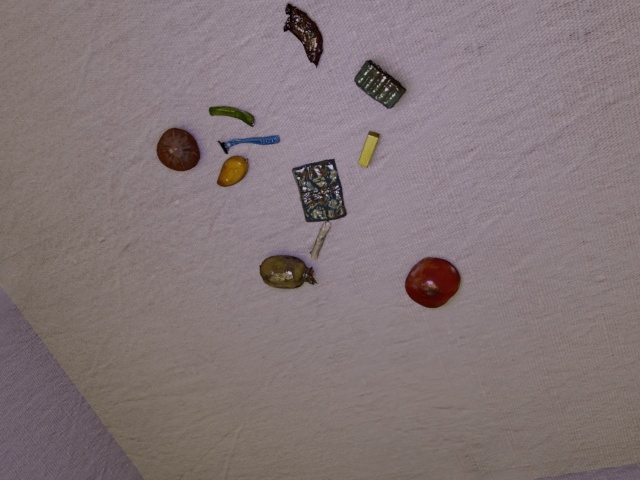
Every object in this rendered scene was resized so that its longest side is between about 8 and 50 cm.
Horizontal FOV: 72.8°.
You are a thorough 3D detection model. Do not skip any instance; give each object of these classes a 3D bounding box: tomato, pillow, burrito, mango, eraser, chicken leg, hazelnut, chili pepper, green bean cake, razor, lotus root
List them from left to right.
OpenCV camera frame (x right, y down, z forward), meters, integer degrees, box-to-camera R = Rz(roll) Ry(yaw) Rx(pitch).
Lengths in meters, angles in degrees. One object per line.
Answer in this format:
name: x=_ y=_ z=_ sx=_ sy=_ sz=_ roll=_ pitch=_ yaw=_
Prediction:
hazelnut: x=-0.593 y=-0.369 z=1.790 sx=0.182 sy=0.182 sz=0.182 roll=4 pitch=112 yaw=10
mango: x=-0.370 y=-0.291 z=1.836 sx=0.101 sy=0.066 sz=0.187 roll=40 pitch=119 yaw=-15
chili pepper: x=-0.352 y=-0.509 z=1.751 sx=0.201 sy=0.050 sz=0.052 roll=15 pitch=130 yaw=8
razor: x=-0.291 y=-0.404 z=1.785 sx=0.253 sy=0.042 sz=0.082 roll=-4 pitch=153 yaw=12
lotus root: x=-0.135 y=0.141 z=1.922 sx=0.278 sy=0.154 sz=0.154 roll=5 pitch=113 yaw=10
chicken leg: x=-0.057 y=-0.753 z=1.583 sx=0.105 sy=0.063 sz=0.234 roll=-37 pitch=101 yaw=27
pillow: x=-0.002 y=-0.201 z=1.815 sx=0.189 sy=0.034 sz=0.255 roll=-10 pitch=108 yaw=13
burrito: x=0.000 y=0.000 z=1.885 sx=0.041 sy=0.045 sz=0.185 roll=41 pitch=122 yaw=33
eraser: x=0.186 y=-0.353 z=1.676 sx=0.045 sy=0.097 sz=0.122 roll=19 pitch=114 yaw=1
green bean cake: x=0.210 y=-0.553 z=1.546 sx=0.173 sy=0.181 sz=0.094 roll=36 pitch=116 yaw=-7
tomato: x=0.462 y=0.190 z=1.817 sx=0.200 sy=0.139 sz=0.233 roll=37 pitch=115 yaw=2
